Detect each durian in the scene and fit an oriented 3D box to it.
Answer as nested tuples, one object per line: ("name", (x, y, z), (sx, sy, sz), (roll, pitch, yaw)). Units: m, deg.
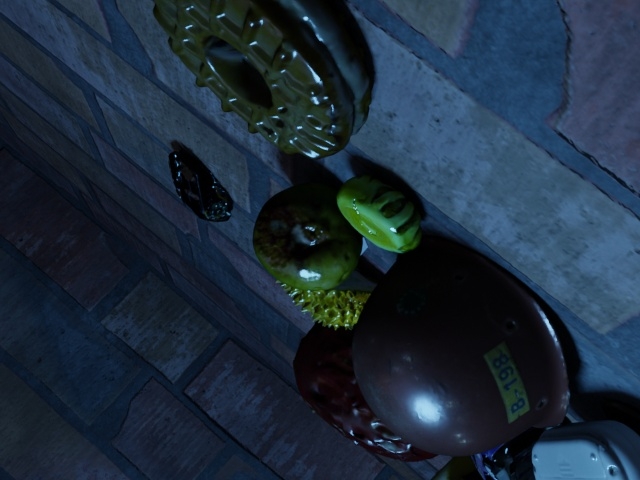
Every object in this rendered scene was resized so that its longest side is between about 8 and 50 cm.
("durian", (-0.007, 0.082, 1.599), (0.250, 0.183, 0.138), (40, 133, 21))

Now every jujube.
("jujube", (0.110, 0.280, 1.667), (0.377, 0.258, 0.258), (29, 160, 45))

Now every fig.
("fig", (-0.025, -0.004, 1.399), (0.181, 0.181, 0.191), (45, 171, -11))

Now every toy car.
("toy car", (0.353, 0.372, 1.553), (0.158, 0.172, 0.235), (47, 166, 39))

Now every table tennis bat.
("table tennis bat", (0.468, 0.329, 1.243), (0.170, 0.119, 0.107), (26, 160, 46))

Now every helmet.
("helmet", (0.182, 0.207, 1.287), (0.338, 0.230, 0.384), (14, 134, 52))

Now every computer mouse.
("computer mouse", (-0.276, -0.110, 1.878), (0.147, 0.077, 0.241), (27, 158, 36))

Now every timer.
("timer", (0.425, 0.396, 1.264), (0.262, 0.087, 0.236), (136, 119, -69))

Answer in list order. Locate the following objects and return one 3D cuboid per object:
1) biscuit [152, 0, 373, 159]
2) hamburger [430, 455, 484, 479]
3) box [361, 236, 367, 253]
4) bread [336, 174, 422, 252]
("biscuit", (-0.076, -0.240, 1.050), (0.332, 0.103, 0.332), (38, 162, 14))
("hamburger", (0.374, 0.602, 1.861), (0.276, 0.294, 0.179), (48, 138, 32))
("box", (0.000, 0.000, 1.517), (0.154, 0.084, 0.040), (30, 162, 34))
("bread", (0.091, -0.041, 1.233), (0.139, 0.071, 0.130), (22, 152, 53))
